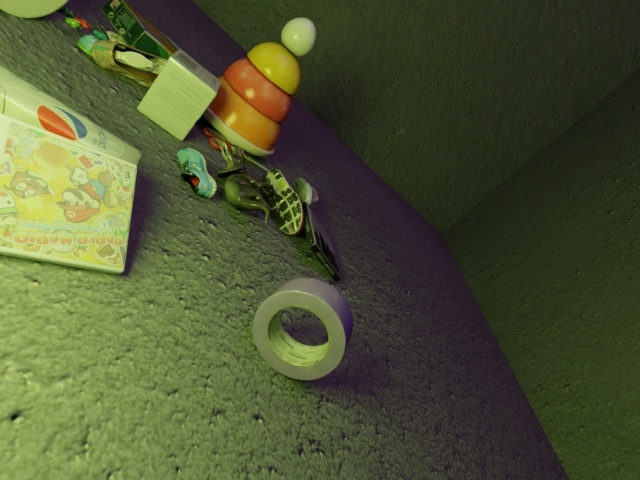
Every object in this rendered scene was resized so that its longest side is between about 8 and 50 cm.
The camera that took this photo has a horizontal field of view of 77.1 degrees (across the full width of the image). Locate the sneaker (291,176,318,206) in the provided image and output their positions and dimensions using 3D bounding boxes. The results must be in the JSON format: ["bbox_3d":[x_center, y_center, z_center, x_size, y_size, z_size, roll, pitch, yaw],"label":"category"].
[{"bbox_3d":[-0.048,-0.167,1.500,0.091,0.094,0.258,34,19,-21],"label":"sneaker"}]

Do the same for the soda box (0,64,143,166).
[{"bbox_3d":[-0.490,-0.191,0.739,0.286,0.098,0.091,34,24,-30],"label":"soda box"}]

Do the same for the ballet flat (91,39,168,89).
[{"bbox_3d":[-0.528,-0.527,1.240,0.106,0.108,0.316,9,10,32],"label":"ballet flat"}]

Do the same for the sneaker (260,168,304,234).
[{"bbox_3d":[-0.105,-0.125,1.337,0.118,0.107,0.279,41,21,-52],"label":"sneaker"}]

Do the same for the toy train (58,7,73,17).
[{"bbox_3d":[-0.788,-0.702,1.209,0.083,0.017,0.024,18,45,-51],"label":"toy train"}]

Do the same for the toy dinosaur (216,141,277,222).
[{"bbox_3d":[-0.221,-0.135,1.159,0.160,0.121,0.314,16,39,-32],"label":"toy dinosaur"}]

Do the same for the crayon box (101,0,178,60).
[{"bbox_3d":[-0.577,-0.675,1.410,0.202,0.081,0.318,51,10,15],"label":"crayon box"}]

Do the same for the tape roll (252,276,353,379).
[{"bbox_3d":[-0.034,0.174,0.803,0.189,0.189,0.080,46,20,0],"label":"tape roll"}]

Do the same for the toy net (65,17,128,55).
[{"bbox_3d":[-0.676,-0.619,1.238,0.122,0.045,0.232,40,20,-11],"label":"toy net"}]

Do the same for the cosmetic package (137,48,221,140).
[{"bbox_3d":[-0.413,-0.431,1.190,0.151,0.183,0.151,35,24,-25],"label":"cosmetic package"}]

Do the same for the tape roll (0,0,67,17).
[{"bbox_3d":[-0.751,-0.706,0.975,0.169,0.246,0.246,45,21,-1],"label":"tape roll"}]

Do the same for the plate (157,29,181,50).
[{"bbox_3d":[-0.644,-0.807,1.654,0.188,0.024,0.188,38,22,-18],"label":"plate"}]

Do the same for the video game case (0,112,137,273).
[{"bbox_3d":[-0.412,-0.066,0.633,0.227,0.026,0.206,21,61,-48],"label":"video game case"}]

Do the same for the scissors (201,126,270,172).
[{"bbox_3d":[-0.291,-0.322,1.442,0.297,0.021,0.109,17,34,-49],"label":"scissors"}]

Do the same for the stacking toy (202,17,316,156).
[{"bbox_3d":[-0.184,-0.574,1.437,0.350,0.480,0.351,39,17,-15],"label":"stacking toy"}]

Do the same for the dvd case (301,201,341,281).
[{"bbox_3d":[0.000,0.000,1.324,0.179,0.029,0.239,54,13,-36],"label":"dvd case"}]

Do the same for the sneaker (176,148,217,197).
[{"bbox_3d":[-0.337,-0.184,1.058,0.162,0.063,0.073,54,26,19],"label":"sneaker"}]
